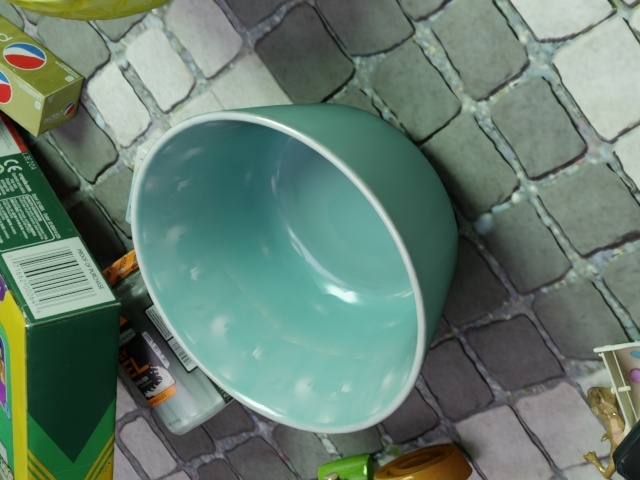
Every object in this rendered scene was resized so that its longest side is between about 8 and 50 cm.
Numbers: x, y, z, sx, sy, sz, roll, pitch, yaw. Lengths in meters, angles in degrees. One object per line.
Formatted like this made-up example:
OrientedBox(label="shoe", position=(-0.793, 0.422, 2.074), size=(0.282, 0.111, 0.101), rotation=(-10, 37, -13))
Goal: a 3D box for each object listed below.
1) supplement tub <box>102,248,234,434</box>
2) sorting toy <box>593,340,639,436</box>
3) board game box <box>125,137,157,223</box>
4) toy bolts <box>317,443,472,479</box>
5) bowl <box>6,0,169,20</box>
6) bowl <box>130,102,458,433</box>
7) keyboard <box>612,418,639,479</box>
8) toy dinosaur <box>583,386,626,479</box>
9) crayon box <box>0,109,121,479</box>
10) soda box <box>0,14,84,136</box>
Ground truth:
OrientedBox(label="supplement tub", position=(-0.164, 0.102, 1.421), size=(0.190, 0.117, 0.117), rotation=(54, 136, -1))
OrientedBox(label="sorting toy", position=(0.284, 0.116, 1.125), size=(0.075, 0.045, 0.083), rotation=(-15, 102, 33))
OrientedBox(label="board game box", position=(-0.131, -0.025, 1.377), size=(0.154, 0.026, 0.103), rotation=(33, 132, 19))
OrientedBox(label="toy bolts", position=(0.049, 0.317, 1.302), size=(0.218, 0.228, 0.158), rotation=(-17, 94, 34))
OrientedBox(label="bowl", position=(-0.163, -0.296, 1.118), size=(0.289, 0.289, 0.156), rotation=(24, 172, 26))
OrientedBox(label="bowl", position=(0.000, 0.000, 1.191), size=(0.311, 0.163, 0.311), rotation=(21, 128, 29))
OrientedBox(label="keyboard", position=(0.387, 0.136, 1.040), size=(0.201, 0.033, 0.317), rotation=(38, 128, 11))
OrientedBox(label="toy dinosaur", position=(0.296, 0.224, 1.166), size=(0.211, 0.064, 0.112), rotation=(45, 134, 7))
OrientedBox(label="crayon box", position=(-0.332, 0.087, 1.456), size=(0.363, 0.106, 0.313), rotation=(52, 145, 42))
OrientedBox(label="soda box", position=(-0.342, -0.191, 1.417), size=(0.181, 0.061, 0.058), rotation=(36, 134, 16))
